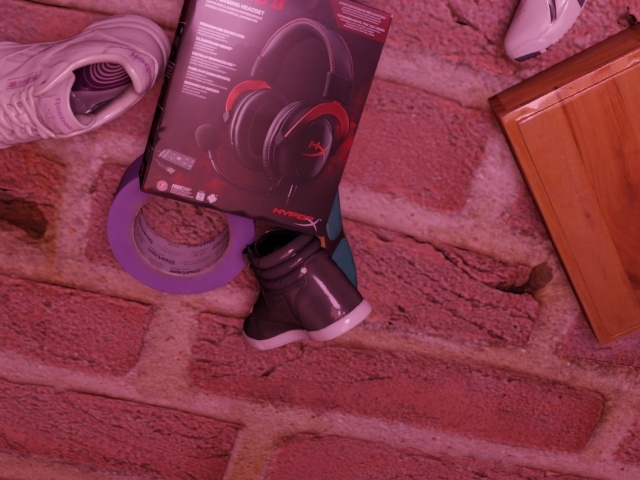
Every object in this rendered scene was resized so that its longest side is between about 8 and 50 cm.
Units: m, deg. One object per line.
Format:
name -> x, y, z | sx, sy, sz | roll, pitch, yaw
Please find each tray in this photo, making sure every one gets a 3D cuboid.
tray -> 0.400, -0.055, 1.056 | 0.203, 0.076, 0.411 | -26, 120, 12

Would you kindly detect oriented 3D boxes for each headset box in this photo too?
headset box -> -0.064, -0.176, 0.891 | 0.218, 0.110, 0.293 | 15, 101, -17

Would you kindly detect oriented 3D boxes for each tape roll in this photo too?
tape roll -> -0.179, -0.027, 1.034 | 0.189, 0.080, 0.189 | -1, 122, -2

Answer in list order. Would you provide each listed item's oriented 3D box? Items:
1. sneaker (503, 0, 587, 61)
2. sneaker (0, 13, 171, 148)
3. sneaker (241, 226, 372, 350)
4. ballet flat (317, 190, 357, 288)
sneaker -> 0.238, -0.330, 0.870 | 0.153, 0.094, 0.235 | 27, 116, -16
sneaker -> -0.323, -0.170, 0.899 | 0.305, 0.152, 0.114 | -19, 123, 10
sneaker -> -0.052, 0.057, 1.036 | 0.104, 0.296, 0.147 | -34, 96, -28
ballet flat -> 0.000, 0.000, 1.077 | 0.073, 0.080, 0.232 | 5, 122, 26
